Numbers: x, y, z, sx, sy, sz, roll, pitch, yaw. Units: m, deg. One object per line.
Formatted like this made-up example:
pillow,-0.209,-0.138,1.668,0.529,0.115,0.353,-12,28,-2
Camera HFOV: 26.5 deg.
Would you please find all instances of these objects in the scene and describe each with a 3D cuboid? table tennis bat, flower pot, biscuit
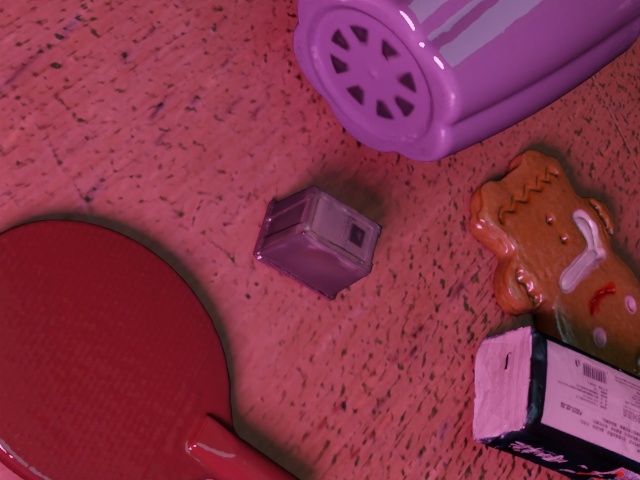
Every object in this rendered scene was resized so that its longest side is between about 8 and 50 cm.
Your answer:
table tennis bat,-0.130,0.110,0.977,0.310,0.038,0.200,40,53,-17
flower pot,0.114,-0.204,1.171,0.243,0.265,0.265,-41,99,-25
biscuit,0.239,0.034,1.288,0.184,0.035,0.249,-35,95,-40

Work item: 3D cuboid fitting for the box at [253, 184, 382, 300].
box,0.000,0.000,1.102,0.085,0.063,0.060,31,58,-23

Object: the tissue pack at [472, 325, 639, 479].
tissue pack,0.220,0.152,1.191,0.170,0.090,0.103,24,59,-26
